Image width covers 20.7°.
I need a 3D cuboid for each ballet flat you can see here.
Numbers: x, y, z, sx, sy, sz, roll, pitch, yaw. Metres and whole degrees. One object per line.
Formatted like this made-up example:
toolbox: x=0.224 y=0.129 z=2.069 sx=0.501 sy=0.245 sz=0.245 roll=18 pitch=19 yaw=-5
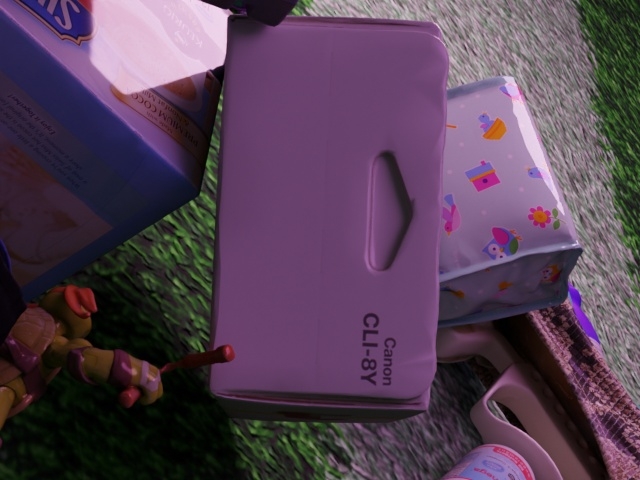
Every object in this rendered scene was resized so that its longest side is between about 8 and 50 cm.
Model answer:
ballet flat: x=0.220 y=0.142 z=1.874 sx=0.182 sy=0.164 sz=0.483 roll=-17 pitch=64 yaw=-35

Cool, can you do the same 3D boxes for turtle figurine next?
turtle figurine: x=-0.207 y=0.098 z=1.177 sx=0.217 sy=0.269 sz=0.087 roll=-52 pitch=136 yaw=-36

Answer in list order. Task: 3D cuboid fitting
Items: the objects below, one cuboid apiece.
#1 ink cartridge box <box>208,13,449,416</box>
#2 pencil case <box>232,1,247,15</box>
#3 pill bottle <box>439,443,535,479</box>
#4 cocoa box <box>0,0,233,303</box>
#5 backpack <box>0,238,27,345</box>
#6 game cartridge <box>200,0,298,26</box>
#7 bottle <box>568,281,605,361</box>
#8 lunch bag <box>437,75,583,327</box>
ink cartridge box: x=0.000 y=0.000 z=1.384 sx=0.384 sy=0.160 sz=0.279 roll=103 pitch=-11 yaw=-82
pencil case: x=-0.090 y=-0.325 z=1.925 sx=0.070 sy=0.064 sz=0.151 roll=4 pitch=60 yaw=-42
pill bottle: x=0.150 y=0.266 z=1.732 sx=0.087 sy=0.087 sz=0.160 roll=60 pitch=28 yaw=0
cocoa box: x=-0.267 y=-0.155 z=1.294 sx=0.347 sy=0.231 sz=0.228 roll=43 pitch=32 yaw=-28
backpack: x=-0.306 y=0.046 z=1.001 sx=0.213 sy=0.276 sz=0.263 roll=28 pitch=-11 yaw=31
game cartridge: x=-0.181 y=-0.289 z=1.192 sx=0.355 sy=0.068 sz=0.230 roll=17 pitch=47 yaw=-25
bottle: x=0.280 y=0.138 z=2.061 sx=0.118 sy=0.092 sz=0.283 roll=25 pitch=43 yaw=-48
lunch bag: x=0.107 y=-0.027 z=1.799 sx=0.160 sy=0.262 sz=0.223 roll=94 pitch=-18 yaw=-62
